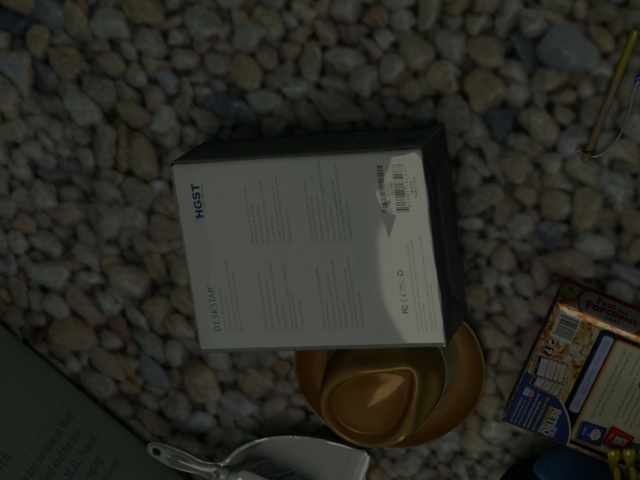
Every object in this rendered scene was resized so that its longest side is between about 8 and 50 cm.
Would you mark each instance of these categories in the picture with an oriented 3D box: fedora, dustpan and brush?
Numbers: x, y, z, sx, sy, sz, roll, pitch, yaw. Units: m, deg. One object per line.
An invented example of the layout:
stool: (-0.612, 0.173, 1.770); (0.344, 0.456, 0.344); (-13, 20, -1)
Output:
fedora: (0.057, 0.134, 1.667); (0.194, 0.079, 0.194); (8, 121, 13)
dustpan and brush: (-0.070, 0.238, 1.774); (0.211, 0.060, 0.147); (22, 111, 18)

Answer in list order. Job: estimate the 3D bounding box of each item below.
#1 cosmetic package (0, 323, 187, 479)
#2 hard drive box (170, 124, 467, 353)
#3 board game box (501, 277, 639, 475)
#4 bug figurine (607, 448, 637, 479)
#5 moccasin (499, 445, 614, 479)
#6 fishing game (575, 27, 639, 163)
cosmetic package: (-0.346, 0.351, 1.778); (0.394, 0.327, 0.329); (40, 123, -7)
hard drive box: (0.000, 0.000, 1.578); (0.232, 0.089, 0.181); (-2, 106, 18)
board game box: (0.281, 0.136, 1.618); (0.193, 0.045, 0.146); (23, 124, 4)
bug figurine: (0.326, 0.324, 1.587); (0.216, 0.072, 0.279); (-5, 94, 2)
moccasin: (0.285, 0.347, 1.707); (0.117, 0.138, 0.342); (-21, 95, 56)
fishing game: (0.358, -0.080, 1.469); (0.264, 0.041, 0.189); (24, 127, 3)
